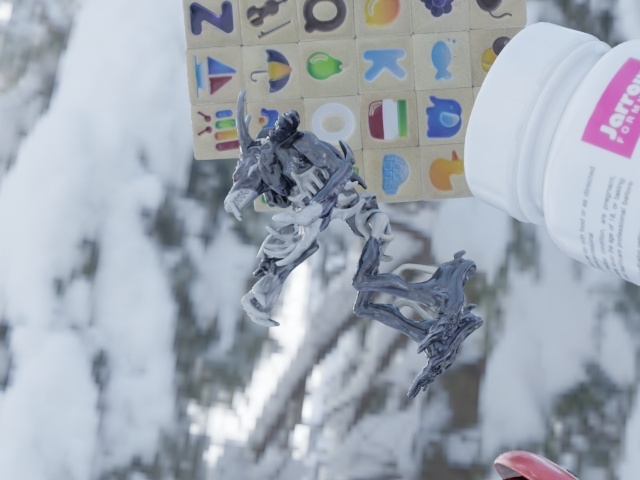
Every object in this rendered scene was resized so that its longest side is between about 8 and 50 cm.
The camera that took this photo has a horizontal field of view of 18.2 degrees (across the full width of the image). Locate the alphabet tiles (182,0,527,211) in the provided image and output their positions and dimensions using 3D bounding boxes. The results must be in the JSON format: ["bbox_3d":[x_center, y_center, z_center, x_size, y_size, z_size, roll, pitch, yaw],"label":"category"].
[{"bbox_3d":[0.037,-0.175,2.000,0.342,0.011,0.285,-4,-76,2],"label":"alphabet tiles"}]

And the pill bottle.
[{"bbox_3d":[0.248,-0.040,1.327,0.283,0.160,0.160,23,-24,29],"label":"pill bottle"}]

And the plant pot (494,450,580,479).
[{"bbox_3d":[0.175,0.289,1.700,0.191,0.174,0.191,40,-11,9],"label":"plant pot"}]

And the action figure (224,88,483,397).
[{"bbox_3d":[0.000,0.000,1.635,0.276,0.141,0.164,41,-22,19],"label":"action figure"}]
